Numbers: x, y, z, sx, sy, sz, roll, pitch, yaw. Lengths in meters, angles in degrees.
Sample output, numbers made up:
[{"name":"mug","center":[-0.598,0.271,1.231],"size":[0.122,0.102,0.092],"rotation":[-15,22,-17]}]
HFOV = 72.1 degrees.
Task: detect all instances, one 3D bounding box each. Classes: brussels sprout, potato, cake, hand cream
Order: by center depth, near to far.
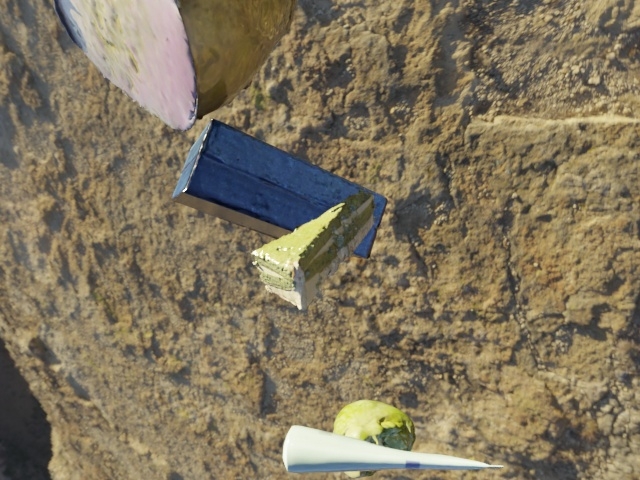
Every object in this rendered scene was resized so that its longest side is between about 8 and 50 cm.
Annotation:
[{"name":"cake","center":[0.000,0.000,0.387],"size":[0.055,0.140,0.051],"rotation":[8,126,34]},{"name":"potato","center":[-0.117,-0.271,0.466],"size":[0.229,0.266,0.229],"rotation":[27,145,21]},{"name":"hand cream","center":[0.100,0.329,0.675],"size":[0.321,0.067,0.109],"rotation":[1,152,6]},{"name":"brussels sprout","center":[0.097,0.393,0.879],"size":[0.146,0.183,0.131],"rotation":[13,101,57]}]

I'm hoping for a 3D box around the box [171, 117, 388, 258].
[{"name":"box","center":[-0.080,-0.068,0.715],"size":[0.279,0.116,0.261],"rotation":[22,173,-22]}]
